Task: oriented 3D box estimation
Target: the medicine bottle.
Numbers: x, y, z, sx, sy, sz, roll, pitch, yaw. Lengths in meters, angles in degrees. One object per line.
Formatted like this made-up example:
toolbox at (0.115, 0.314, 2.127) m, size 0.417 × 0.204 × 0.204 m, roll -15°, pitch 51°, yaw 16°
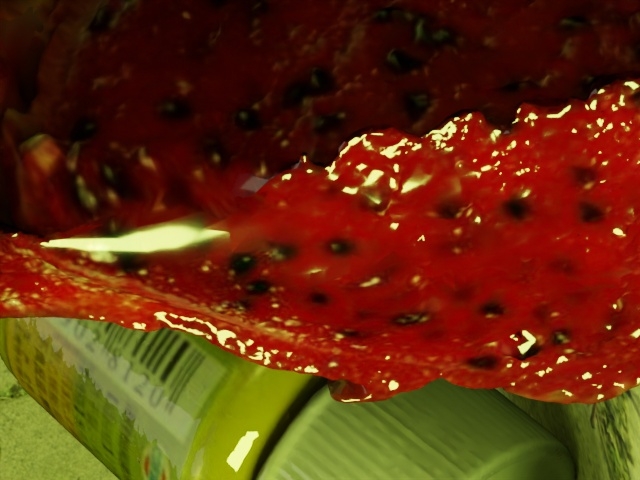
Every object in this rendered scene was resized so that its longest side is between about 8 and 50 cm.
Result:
medicine bottle at (-0.029, 0.107, 1.232) m, size 0.384 × 0.224 × 0.224 m, roll 36°, pitch 148°, yaw 34°

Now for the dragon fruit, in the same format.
dragon fruit at (-0.010, -0.059, 0.873) m, size 0.228 × 0.329 × 0.286 m, roll 75°, pitch 176°, yaw -55°
